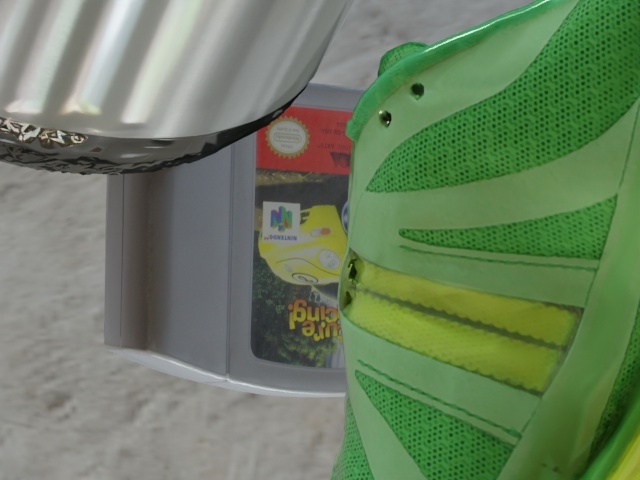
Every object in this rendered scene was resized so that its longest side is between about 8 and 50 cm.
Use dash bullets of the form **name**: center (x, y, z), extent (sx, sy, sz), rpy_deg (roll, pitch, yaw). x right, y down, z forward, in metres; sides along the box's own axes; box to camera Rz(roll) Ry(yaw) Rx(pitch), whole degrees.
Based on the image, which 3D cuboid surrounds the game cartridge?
- **game cartridge**: center (0.000, 0.000, 1.197), extent (0.294, 0.060, 0.196), rpy_deg (2, 92, -38)

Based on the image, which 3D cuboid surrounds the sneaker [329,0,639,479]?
- **sneaker**: center (0.053, 0.016, 0.451), extent (0.295, 0.123, 0.109), rpy_deg (-52, 155, 15)

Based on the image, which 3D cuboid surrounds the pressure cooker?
- **pressure cooker**: center (-0.094, -0.292, 0.891), extent (0.370, 0.420, 0.375), rpy_deg (22, 37, -12)
